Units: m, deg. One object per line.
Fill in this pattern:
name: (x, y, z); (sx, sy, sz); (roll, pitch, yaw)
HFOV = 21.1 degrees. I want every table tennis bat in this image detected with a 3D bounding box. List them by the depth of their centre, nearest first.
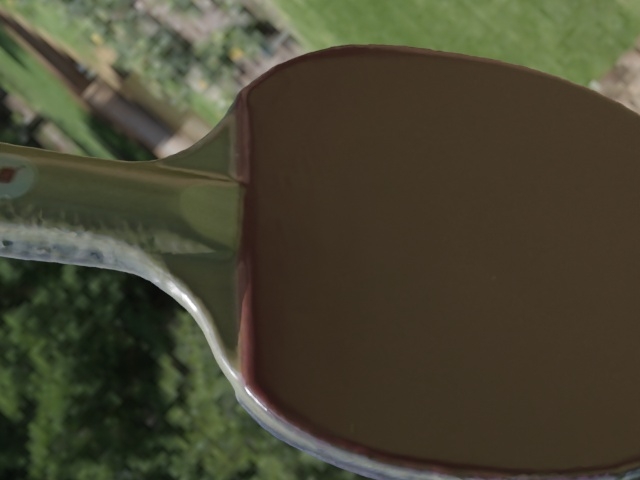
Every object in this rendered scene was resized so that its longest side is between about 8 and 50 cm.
table tennis bat: (0.000, 0.000, 0.467); (0.246, 0.138, 0.022); (8, 147, -10)
